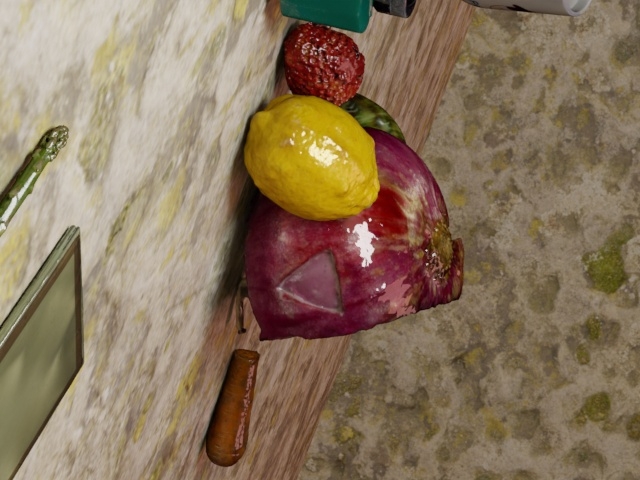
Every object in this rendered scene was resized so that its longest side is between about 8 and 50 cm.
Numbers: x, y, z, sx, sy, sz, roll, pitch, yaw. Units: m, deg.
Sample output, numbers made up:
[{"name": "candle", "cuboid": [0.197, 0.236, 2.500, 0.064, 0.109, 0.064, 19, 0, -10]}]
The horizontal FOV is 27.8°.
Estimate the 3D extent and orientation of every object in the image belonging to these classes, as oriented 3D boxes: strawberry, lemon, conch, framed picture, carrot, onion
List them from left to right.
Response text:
[{"name": "framed picture", "cuboid": [-0.211, 0.121, 0.844, 0.173, 0.010, 0.231, 103, 11, -51]}, {"name": "carrot", "cuboid": [-0.114, 0.219, 1.695, 0.055, 0.055, 0.162, -46, 149, -72]}, {"name": "lemon", "cuboid": [-0.006, -0.079, 1.264, 0.114, 0.155, 0.114, -41, -149, 31]}, {"name": "strawberry", "cuboid": [-0.001, -0.178, 1.284, 0.096, 0.083, 0.083, 21, 90, -50]}, {"name": "onion", "cuboid": [0.025, -0.012, 1.430, 0.256, 0.272, 0.231, 12, 74, -89]}, {"name": "conch", "cuboid": [0.056, -0.089, 1.753, 0.181, 0.124, 0.187, 107, 0, -51]}]

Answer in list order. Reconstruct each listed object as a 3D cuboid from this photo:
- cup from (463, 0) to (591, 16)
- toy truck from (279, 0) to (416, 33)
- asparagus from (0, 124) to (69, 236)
[{"name": "cup", "cuboid": [0.173, -0.277, 1.144, 0.173, 0.142, 0.134, -46, 136, -47]}, {"name": "toy truck", "cuboid": [0.047, -0.295, 1.168, 0.124, 0.114, 0.253, 76, 34, -59]}, {"name": "asparagus", "cuboid": [-0.168, -0.027, 0.722, 0.015, 0.014, 0.114, -24, -149, 49]}]
